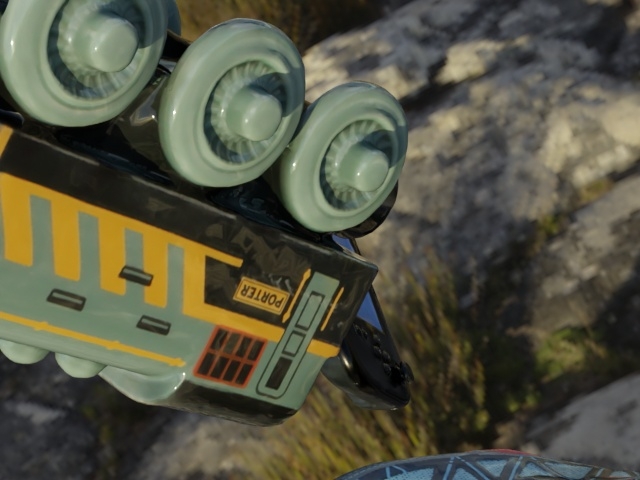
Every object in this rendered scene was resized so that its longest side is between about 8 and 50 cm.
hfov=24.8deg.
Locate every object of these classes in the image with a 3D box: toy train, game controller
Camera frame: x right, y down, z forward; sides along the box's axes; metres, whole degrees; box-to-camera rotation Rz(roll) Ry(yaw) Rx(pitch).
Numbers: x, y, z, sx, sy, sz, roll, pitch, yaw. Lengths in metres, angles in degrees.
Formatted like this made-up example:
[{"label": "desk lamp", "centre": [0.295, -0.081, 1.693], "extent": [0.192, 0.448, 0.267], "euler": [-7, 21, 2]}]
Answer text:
[{"label": "toy train", "centre": [-0.093, -0.026, 0.667], "extent": [0.142, 0.334, 0.190], "euler": [28, 94, 40]}, {"label": "game controller", "centre": [0.000, 0.000, 1.298], "extent": [0.067, 0.166, 0.319], "euler": [-23, 68, 5]}]

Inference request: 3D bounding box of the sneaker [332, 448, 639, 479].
[{"label": "sneaker", "centre": [0.120, 0.103, 0.506], "extent": [0.262, 0.125, 0.104], "euler": [5, 53, -3]}]
